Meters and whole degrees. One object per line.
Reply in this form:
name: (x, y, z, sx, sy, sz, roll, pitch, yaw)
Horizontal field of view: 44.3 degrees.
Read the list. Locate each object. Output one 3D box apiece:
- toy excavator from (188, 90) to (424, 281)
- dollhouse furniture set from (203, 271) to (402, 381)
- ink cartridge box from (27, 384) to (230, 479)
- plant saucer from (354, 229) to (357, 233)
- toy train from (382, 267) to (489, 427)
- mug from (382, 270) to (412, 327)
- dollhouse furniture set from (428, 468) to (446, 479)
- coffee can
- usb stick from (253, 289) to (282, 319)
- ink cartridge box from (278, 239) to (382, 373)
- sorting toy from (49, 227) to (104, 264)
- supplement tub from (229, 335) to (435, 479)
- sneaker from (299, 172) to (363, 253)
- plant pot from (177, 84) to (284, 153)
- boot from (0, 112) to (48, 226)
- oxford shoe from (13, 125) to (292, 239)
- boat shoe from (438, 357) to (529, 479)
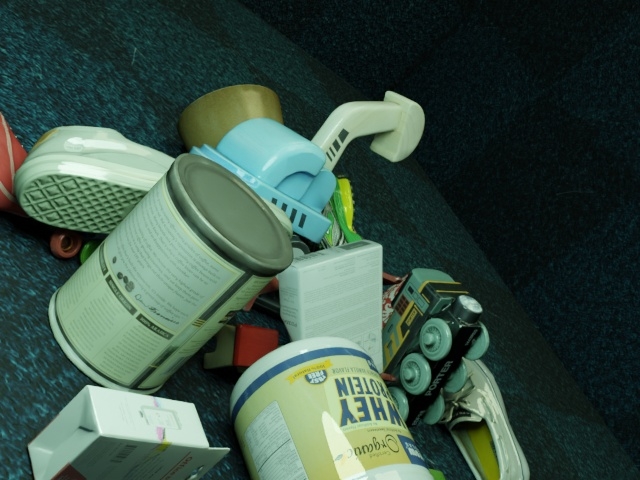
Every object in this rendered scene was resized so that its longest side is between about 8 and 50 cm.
toy excavator: (-0.030, -0.142, 1.497, 0.433, 0.445, 0.222, 26, 9, -47)
dollhouse furniture set: (-0.015, 0.133, 1.349, 0.374, 0.152, 0.201, 19, 70, -54)
ink cartridge box: (-0.213, 0.238, 0.902, 0.198, 0.115, 0.067, 26, 27, -48)
plant saucer: (-0.033, -0.039, 1.909, 0.332, 0.084, 0.332, 41, 20, -18)
toy train: (0.186, 0.213, 1.503, 0.142, 0.334, 0.190, 5, 35, -35)
mug: (0.193, 0.171, 1.826, 0.150, 0.169, 0.113, 49, 18, 10)
dollhouse furniture set: (0.152, 0.387, 1.322, 0.301, 0.151, 0.197, 27, 26, -44)
coffee can: (-0.202, 0.048, 1.062, 0.201, 0.275, 0.201, 41, 19, -17)
usb stick: (-0.053, 0.136, 1.566, 0.278, 0.045, 0.077, 30, 31, -40)
ink cartridge box: (0.021, 0.130, 1.292, 0.189, 0.232, 0.066, -15, 23, -41)
sorting toy: (-0.363, 0.005, 1.175, 0.042, 0.061, 0.102, 17, -11, 38)
supplement tub: (0.022, 0.314, 1.076, 0.228, 0.228, 0.316, 27, 27, -45)
sneaker: (0.000, 0.000, 1.686, 0.146, 0.134, 0.343, 8, 53, -30)
plant pot: (-0.166, -0.168, 1.715, 0.237, 0.237, 0.254, 16, 50, -57)
boot: (-0.464, -0.132, 1.175, 0.176, 0.088, 0.244, 25, 36, -49)
oxford shoe: (-0.232, -0.068, 1.189, 0.449, 0.169, 0.130, 15, 41, -35)
boat shoe: (0.323, 0.390, 1.748, 0.156, 0.136, 0.367, 21, 40, -46)
